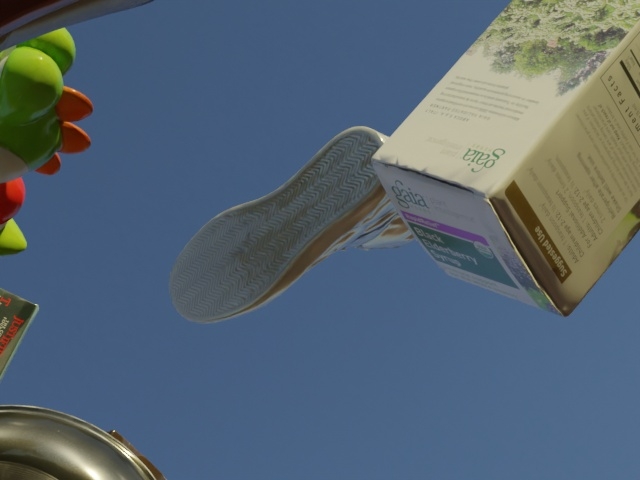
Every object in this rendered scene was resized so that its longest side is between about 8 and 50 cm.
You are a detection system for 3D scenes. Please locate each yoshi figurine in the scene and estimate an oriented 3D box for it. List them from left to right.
[{"bbox_3d":[-0.338,-0.095,1.332,0.203,0.203,0.362,-7,-21,-40],"label":"yoshi figurine"}]

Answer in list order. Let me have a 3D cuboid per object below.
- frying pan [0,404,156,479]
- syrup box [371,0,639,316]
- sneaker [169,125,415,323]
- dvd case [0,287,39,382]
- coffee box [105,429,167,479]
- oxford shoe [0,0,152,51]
[{"bbox_3d":[-0.115,0.217,0.805,0.197,0.326,0.053,-50,-12,-12],"label":"frying pan"},{"bbox_3d":[0.146,-0.082,0.841,0.237,0.093,0.096,-49,-54,-16],"label":"syrup box"},{"bbox_3d":[0.000,0.000,1.591,0.292,0.108,0.169,-33,-23,28],"label":"sneaker"},{"bbox_3d":[-0.215,0.046,0.810,0.013,0.119,0.087,108,-174,-71],"label":"dvd case"},{"bbox_3d":[-0.285,0.282,1.463,0.119,0.297,0.168,50,-134,-33],"label":"coffee box"},{"bbox_3d":[-0.140,-0.120,0.643,0.348,0.130,0.123,-11,-91,5],"label":"oxford shoe"}]
